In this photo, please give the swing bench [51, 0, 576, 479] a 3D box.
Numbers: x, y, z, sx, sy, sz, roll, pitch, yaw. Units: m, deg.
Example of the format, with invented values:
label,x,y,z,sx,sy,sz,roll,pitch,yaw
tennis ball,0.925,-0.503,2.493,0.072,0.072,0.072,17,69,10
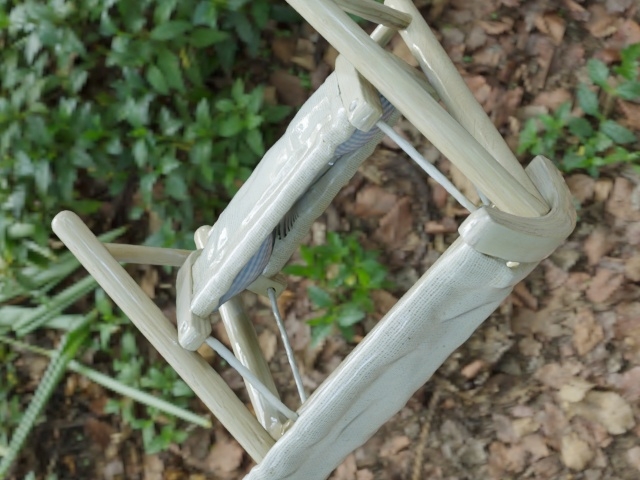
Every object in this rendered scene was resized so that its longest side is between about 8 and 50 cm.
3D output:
label,x,y,z,sx,sy,sz,roll,pitch,yaw
swing bench,0.000,0.000,0.708,0.253,0.165,0.255,-49,60,25
